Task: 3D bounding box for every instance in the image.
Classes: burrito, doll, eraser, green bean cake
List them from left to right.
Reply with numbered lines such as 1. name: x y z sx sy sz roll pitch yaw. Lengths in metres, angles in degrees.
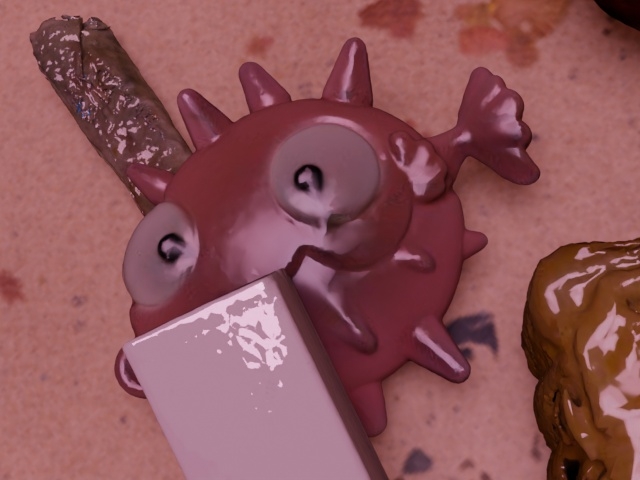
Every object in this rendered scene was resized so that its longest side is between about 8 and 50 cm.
1. burrito: -0.113 -0.065 0.738 0.051 0.042 0.171 -32 72 -11
2. doll: 0.000 0.000 0.667 0.262 0.093 0.211 -28 83 1
3. eraser: 0.011 0.163 0.584 0.078 0.076 0.298 -26 89 4
4. green bean cake: 0.220 0.095 0.583 0.229 0.131 0.224 -14 73 7

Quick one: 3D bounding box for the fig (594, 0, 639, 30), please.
1. fig: 0.217 -0.235 0.660 0.203 0.186 0.250 -21 63 23
